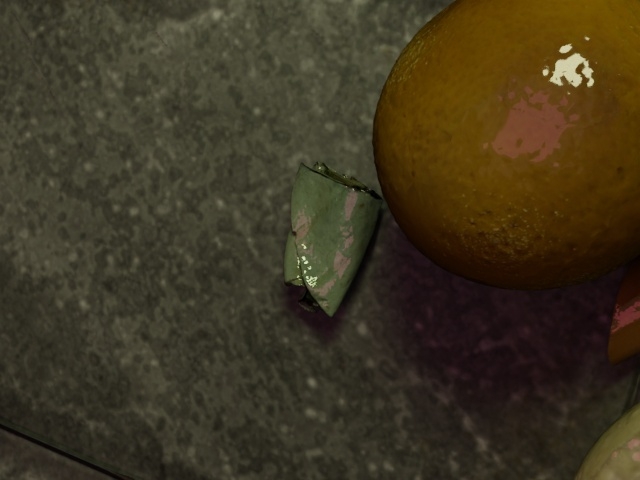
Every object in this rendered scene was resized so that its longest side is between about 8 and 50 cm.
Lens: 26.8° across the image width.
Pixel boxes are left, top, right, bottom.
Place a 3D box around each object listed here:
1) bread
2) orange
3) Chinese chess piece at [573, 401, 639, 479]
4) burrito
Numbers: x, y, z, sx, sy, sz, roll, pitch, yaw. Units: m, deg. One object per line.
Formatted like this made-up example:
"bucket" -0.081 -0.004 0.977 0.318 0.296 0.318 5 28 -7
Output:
"bread" 0.239 0.040 0.969 0.103 0.049 0.062 -33 79 22
"orange" 0.148 -0.074 0.911 0.236 0.236 0.236 2 95 25
"Chinese chess piece" 0.298 0.223 0.921 0.270 0.112 0.270 3 96 26
"burrito" 0.003 0.001 1.082 0.074 0.044 0.118 20 100 25
